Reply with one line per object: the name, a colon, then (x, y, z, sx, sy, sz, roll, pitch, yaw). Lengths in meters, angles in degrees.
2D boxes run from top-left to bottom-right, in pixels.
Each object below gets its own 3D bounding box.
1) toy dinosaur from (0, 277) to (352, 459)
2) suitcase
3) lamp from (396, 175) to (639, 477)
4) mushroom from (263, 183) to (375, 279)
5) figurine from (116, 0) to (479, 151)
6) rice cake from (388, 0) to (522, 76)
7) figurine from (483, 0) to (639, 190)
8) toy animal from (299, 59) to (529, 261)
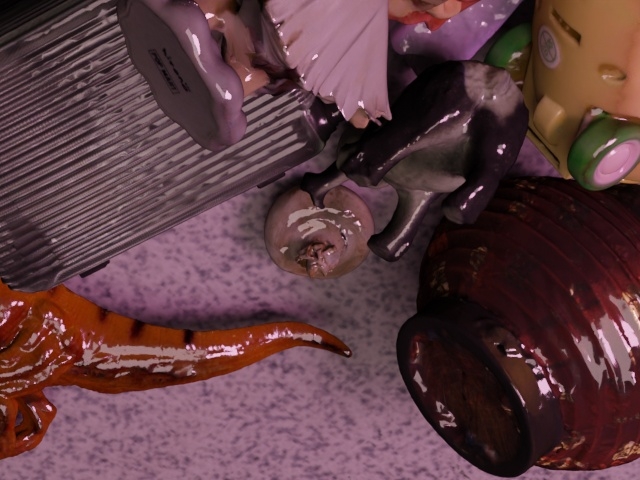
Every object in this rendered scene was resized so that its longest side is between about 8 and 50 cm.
toy dinosaur: (-0.214, 0.093, 1.464, 0.432, 0.097, 0.208, 18, 110, -20)
suitcase: (-0.136, -0.108, 1.314, 0.312, 0.128, 0.202, -25, 119, 12)
lamp: (0.179, 0.058, 1.399, 0.247, 0.247, 0.247, -2, 123, -3)
mushroom: (0.000, 0.000, 1.424, 0.085, 0.079, 0.085, -2, 121, -4)
figurine: (0.046, -0.196, 1.173, 0.387, 0.166, 0.207, -37, 106, -29)
rice cake: (0.177, -0.257, 1.278, 0.064, 0.070, 0.399, 34, 114, -20)
figurine: (0.241, -0.163, 1.279, 0.222, 0.124, 0.324, -21, 145, -22)
toy animal: (0.064, -0.062, 1.321, 0.094, 0.225, 0.121, 39, 70, -8)
